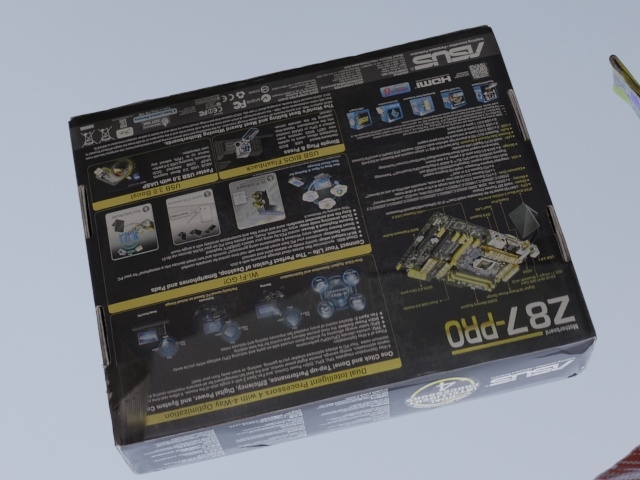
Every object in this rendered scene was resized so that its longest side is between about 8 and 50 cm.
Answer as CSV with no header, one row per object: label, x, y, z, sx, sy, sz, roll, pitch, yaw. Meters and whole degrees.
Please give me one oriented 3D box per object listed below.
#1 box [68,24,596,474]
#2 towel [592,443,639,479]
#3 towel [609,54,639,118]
box,0.000,0.000,1.051,0.395,0.097,0.318,-13,-118,-2
towel,0.373,0.153,1.051,0.275,0.031,0.199,-26,-175,-38
towel,0.283,-0.134,1.111,0.060,0.009,0.083,56,-175,20
